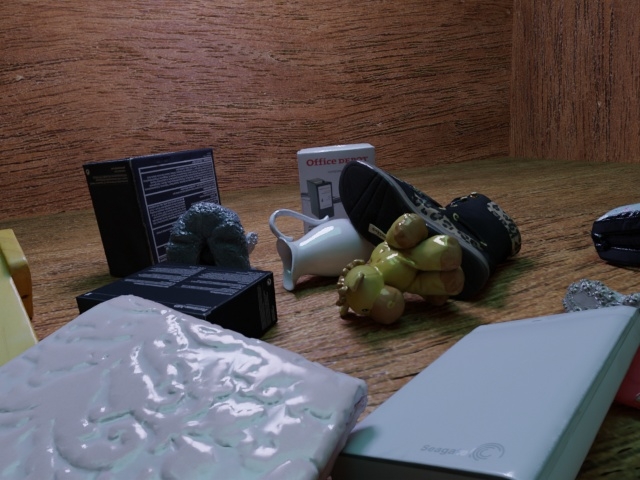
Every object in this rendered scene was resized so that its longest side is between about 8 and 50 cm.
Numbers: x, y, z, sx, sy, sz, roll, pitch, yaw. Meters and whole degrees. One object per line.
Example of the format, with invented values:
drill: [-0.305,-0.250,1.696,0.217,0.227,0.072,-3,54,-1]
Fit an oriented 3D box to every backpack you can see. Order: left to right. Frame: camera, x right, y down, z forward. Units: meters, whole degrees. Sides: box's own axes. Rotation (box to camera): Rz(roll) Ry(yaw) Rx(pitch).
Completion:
backpack: [0.654,-0.011,0.833,0.115,0.152,0.182,-10,3,-38]

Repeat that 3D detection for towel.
towel: [-0.167,0.178,0.348,0.332,0.053,0.317,14,32,22]

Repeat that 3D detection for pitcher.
pitcher: [0.000,0.000,0.914,0.207,0.177,0.125,-14,-12,-24]

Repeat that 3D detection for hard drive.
hard drive: [0.175,0.149,0.419,0.307,0.040,0.203,-18,-5,-42]

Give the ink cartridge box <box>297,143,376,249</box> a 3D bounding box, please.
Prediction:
ink cartridge box: [0.048,-0.110,1.106,0.198,0.273,0.115,-5,15,1]

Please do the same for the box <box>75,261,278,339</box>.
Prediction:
box: [-0.231,0.116,0.694,0.261,0.103,0.184,3,14,25]

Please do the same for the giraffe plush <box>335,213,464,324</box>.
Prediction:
giraffe plush: [0.112,0.064,0.705,0.210,0.181,0.170,24,52,41]

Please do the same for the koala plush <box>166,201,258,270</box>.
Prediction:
koala plush: [-0.228,0.017,0.936,0.196,0.203,0.221,-5,3,0]

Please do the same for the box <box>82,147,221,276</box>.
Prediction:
box: [-0.426,-0.084,1.123,0.183,0.294,0.296,0,16,26]

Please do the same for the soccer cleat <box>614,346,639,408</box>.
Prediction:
soccer cleat: [0.419,0.138,0.482,0.248,0.083,0.095,-14,-17,-7]

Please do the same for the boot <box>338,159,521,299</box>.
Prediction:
boot: [0.244,-0.052,0.904,0.284,0.138,0.377,-16,47,-45]

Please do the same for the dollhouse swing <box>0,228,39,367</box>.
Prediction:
dollhouse swing: [-0.651,0.183,0.668,0.347,0.305,0.315,-19,-21,-41]

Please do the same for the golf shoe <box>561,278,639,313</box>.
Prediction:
golf shoe: [0.444,0.109,0.615,0.086,0.069,0.176,27,1,-12]
